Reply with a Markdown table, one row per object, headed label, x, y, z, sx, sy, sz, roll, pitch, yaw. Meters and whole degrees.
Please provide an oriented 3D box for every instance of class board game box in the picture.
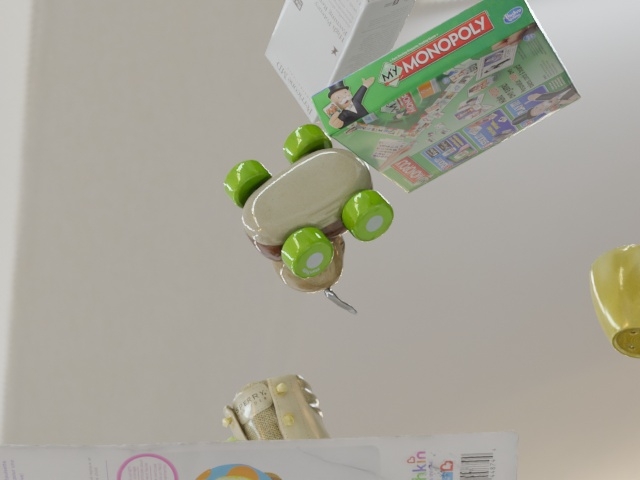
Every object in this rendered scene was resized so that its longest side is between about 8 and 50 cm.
| label | x | y | z | sx | sy | sz | roll | pitch | yaw |
| --- | --- | --- | --- | --- | --- | --- | --- | --- | --- |
| board game box | 0.133 | -0.139 | 1.631 | 0.213 | 0.046 | 0.317 | -28 | -14 | 10 |

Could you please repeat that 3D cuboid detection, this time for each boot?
| label | x | y | z | sx | sy | sz | roll | pitch | yaw |
| --- | --- | --- | --- | --- | --- | --- | --- | --- | --- |
| boot | -0.034 | 0.224 | 1.489 | 0.095 | 0.203 | 0.262 | -28 | -12 | 20 |

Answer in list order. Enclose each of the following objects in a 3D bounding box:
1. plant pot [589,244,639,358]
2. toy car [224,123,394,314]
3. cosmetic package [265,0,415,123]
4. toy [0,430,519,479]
| label | x | y | z | sx | sy | sz | roll | pitch | yaw |
| --- | --- | --- | --- | --- | --- | --- | --- | --- | --- |
| plant pot | 0.380 | 0.082 | 1.962 | 0.134 | 0.134 | 0.095 | 71 | -154 | -51 |
| toy car | 0.000 | 0.000 | 1.813 | 0.149 | 0.155 | 0.188 | -31 | -40 | -11 |
| cosmetic package | 0.022 | -0.249 | 1.887 | 0.085 | 0.117 | 0.231 | -22 | -23 | -30 |
| toy | -0.028 | 0.139 | 0.790 | 0.237 | 0.056 | 0.137 | 0 | -63 | 2 |
